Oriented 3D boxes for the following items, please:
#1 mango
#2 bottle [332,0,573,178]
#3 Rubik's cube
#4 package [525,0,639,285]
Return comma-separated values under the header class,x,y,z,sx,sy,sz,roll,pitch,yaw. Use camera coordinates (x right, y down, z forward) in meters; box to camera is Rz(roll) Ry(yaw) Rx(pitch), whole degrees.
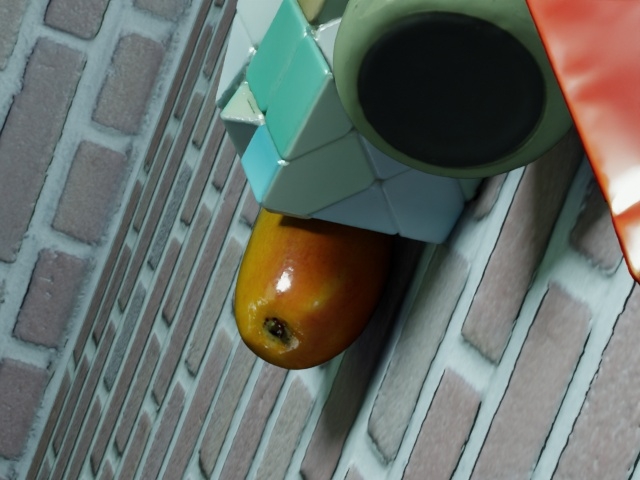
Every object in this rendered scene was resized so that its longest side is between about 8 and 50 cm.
class,x,y,z,sx,sy,sz,roll,pitch,yaw
mango,0.001,-0.003,1.534,0.146,0.129,0.289,107,176,-48
bottle,0.122,-0.205,1.225,0.168,0.168,0.347,-56,10,43
Rubik's cube,0.037,-0.128,1.412,0.265,0.224,0.213,-60,34,28
package,0.210,-0.076,0.764,0.196,0.123,0.423,-30,36,18
